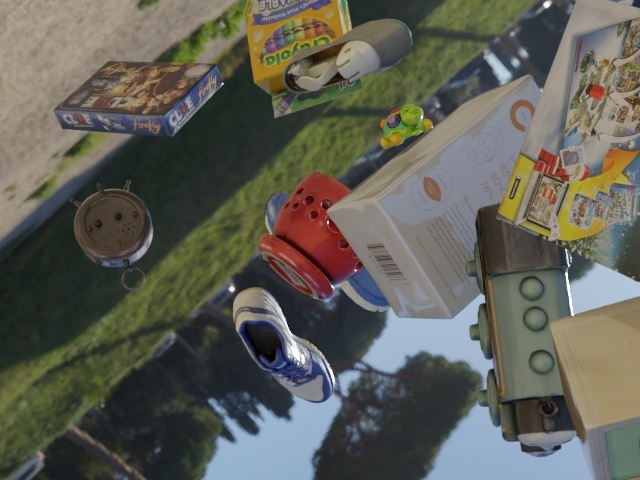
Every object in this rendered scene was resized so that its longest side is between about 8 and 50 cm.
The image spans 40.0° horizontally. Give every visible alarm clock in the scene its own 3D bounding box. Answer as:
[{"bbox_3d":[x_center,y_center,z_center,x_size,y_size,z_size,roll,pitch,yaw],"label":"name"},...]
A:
[{"bbox_3d":[-0.346,-0.006,1.501,0.129,0.192,0.064,-21,170,-14],"label":"alarm clock"}]

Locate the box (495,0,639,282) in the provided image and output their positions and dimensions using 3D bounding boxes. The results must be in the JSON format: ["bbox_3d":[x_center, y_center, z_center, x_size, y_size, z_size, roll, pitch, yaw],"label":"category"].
[{"bbox_3d":[0.280,-0.098,0.830,0.044,0.159,0.233,-3,115,-51],"label":"box"}]

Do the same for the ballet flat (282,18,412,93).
[{"bbox_3d":[0.031,-0.233,1.166,0.213,0.072,0.068,-6,-137,47],"label":"ballet flat"}]

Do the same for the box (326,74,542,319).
[{"bbox_3d":[0.221,-0.065,1.365,0.345,0.215,0.168,-38,-168,-22],"label":"box"}]

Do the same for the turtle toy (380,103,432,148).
[{"bbox_3d":[0.168,-0.232,1.743,0.095,0.066,0.130,-26,-174,-18],"label":"turtle toy"}]

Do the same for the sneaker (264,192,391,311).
[{"bbox_3d":[0.039,-0.004,1.760,0.130,0.330,0.147,-55,177,-44],"label":"sneaker"}]

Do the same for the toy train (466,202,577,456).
[{"bbox_3d":[0.260,0.102,1.106,0.142,0.334,0.190,-5,166,8],"label":"toy train"}]

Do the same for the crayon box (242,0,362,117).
[{"bbox_3d":[-0.044,-0.435,1.783,0.203,0.323,0.083,-15,164,20],"label":"crayon box"}]

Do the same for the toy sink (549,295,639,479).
[{"bbox_3d":[0.360,0.139,0.848,0.234,0.153,0.131,-16,-132,8],"label":"toy sink"}]

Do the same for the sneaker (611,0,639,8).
[{"bbox_3d":[0.404,-0.404,1.341,0.323,0.236,0.130,90,18,-67],"label":"sneaker"}]

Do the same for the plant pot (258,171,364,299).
[{"bbox_3d":[0.000,0.000,1.579,0.174,0.191,0.191,-51,-170,-15],"label":"plant pot"}]

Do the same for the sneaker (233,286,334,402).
[{"bbox_3d":[-0.080,0.236,1.745,0.112,0.296,0.131,-35,-160,15],"label":"sneaker"}]

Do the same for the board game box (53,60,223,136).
[{"bbox_3d":[-0.309,-0.244,1.492,0.243,0.042,0.165,7,-136,29],"label":"board game box"}]
